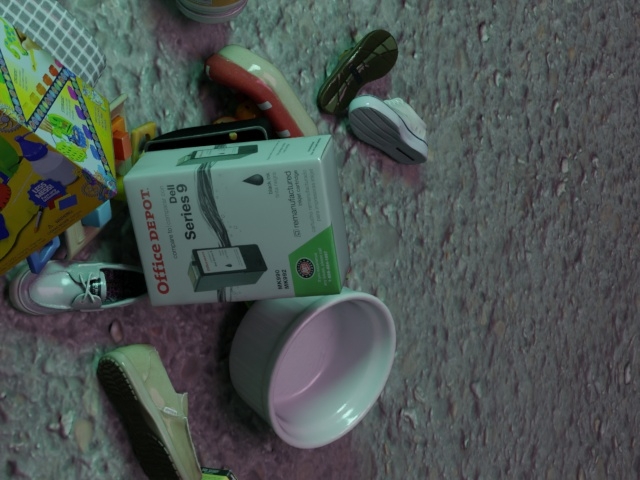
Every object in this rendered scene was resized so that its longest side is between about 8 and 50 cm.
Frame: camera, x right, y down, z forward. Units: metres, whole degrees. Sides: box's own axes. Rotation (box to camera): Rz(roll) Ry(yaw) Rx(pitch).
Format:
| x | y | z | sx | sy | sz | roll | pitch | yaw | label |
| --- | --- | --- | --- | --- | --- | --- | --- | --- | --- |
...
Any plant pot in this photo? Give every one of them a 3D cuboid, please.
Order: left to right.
| x | y | z | sx | sy | sz | roll | pitch | yaw | label |
| --- | --- | --- | --- | --- | --- | --- | --- | --- | --- |
| -0.144 | -0.102 | 1.849 | 0.167 | 0.187 | 0.188 | -72 | 153 | -65 | plant pot |

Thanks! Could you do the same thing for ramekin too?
| x | y | z | sx | sy | sz | roll | pitch | yaw | label |
| --- | --- | --- | --- | --- | --- | --- | --- | --- | --- |
| -0.018 | 0.190 | 1.972 | 0.277 | 0.135 | 0.277 | -23 | 126 | -35 | ramekin |

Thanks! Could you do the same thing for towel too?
| x | y | z | sx | sy | sz | roll | pitch | yaw | label |
| --- | --- | --- | --- | --- | --- | --- | --- | --- | --- |
| -0.434 | -0.241 | 1.576 | 0.283 | 0.121 | 0.235 | 47 | 53 | -37 | towel |

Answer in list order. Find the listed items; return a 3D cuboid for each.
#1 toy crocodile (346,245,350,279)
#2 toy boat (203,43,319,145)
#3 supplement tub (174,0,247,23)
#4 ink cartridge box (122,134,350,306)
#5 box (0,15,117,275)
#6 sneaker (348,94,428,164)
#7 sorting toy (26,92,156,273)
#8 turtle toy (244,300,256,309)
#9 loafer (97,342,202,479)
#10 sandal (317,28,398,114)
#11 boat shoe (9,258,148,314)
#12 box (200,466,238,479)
| x | y | z | sx | sy | sz | roll | pitch | yaw | label |
| --- | --- | --- | --- | --- | --- | --- | --- | --- | --- |
| 0.000 | 0.000 | 2.018 | 0.340 | 0.105 | 0.115 | 65 | 21 | -60 | toy crocodile |
| -0.119 | -0.205 | 1.957 | 0.151 | 0.151 | 0.231 | -41 | 123 | -9 | toy boat |
| -0.165 | -0.441 | 1.826 | 0.199 | 0.144 | 0.144 | 103 | 9 | -62 | supplement tub |
| -0.117 | -0.025 | 1.719 | 0.121 | 0.289 | 0.211 | -69 | 151 | -66 | ink cartridge box |
| -0.442 | -0.107 | 1.396 | 0.279 | 0.290 | 0.177 | 39 | 26 | -41 | box |
| 0.127 | -0.228 | 2.270 | 0.258 | 0.094 | 0.091 | 35 | 51 | -56 | sneaker |
| -0.307 | -0.088 | 1.694 | 0.347 | 0.047 | 0.196 | -54 | 153 | -50 | sorting toy |
| -0.091 | 0.068 | 2.003 | 0.095 | 0.066 | 0.130 | 43 | 49 | -40 | turtle toy |
| -0.236 | 0.268 | 1.795 | 0.092 | 0.102 | 0.268 | -38 | 116 | -38 | loafer |
| 0.061 | -0.316 | 2.220 | 0.219 | 0.060 | 0.090 | -49 | 129 | -21 | sandal |
| -0.333 | 0.062 | 1.707 | 0.227 | 0.081 | 0.079 | -4 | 91 | -50 | boat shoe |
| -0.210 | 0.455 | 1.828 | 0.058 | 0.087 | 0.232 | 58 | 47 | -30 | box |
